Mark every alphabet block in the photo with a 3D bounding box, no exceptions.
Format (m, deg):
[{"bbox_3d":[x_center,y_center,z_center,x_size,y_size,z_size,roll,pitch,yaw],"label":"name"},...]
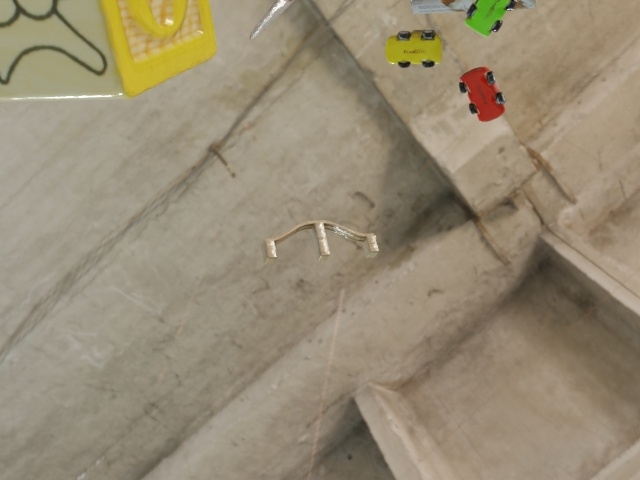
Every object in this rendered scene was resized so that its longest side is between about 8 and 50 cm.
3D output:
[{"bbox_3d":[-0.249,-0.257,0.725,0.197,0.192,0.193,4,-150,21],"label":"alphabet block"}]

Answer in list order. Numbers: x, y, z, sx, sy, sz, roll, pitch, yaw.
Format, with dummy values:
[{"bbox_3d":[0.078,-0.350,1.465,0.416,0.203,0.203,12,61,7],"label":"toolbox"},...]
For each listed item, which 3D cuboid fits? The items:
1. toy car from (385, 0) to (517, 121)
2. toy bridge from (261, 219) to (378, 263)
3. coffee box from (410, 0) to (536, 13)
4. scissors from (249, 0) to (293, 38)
[{"bbox_3d":[0.256,-0.345,1.188,0.225,0.239,0.053,-56,-175,37],"label":"toy car"},{"bbox_3d":[0.000,0.000,1.098,0.026,0.188,0.063,119,-37,-58],"label":"toy bridge"},{"bbox_3d":[0.300,-0.535,1.386,0.247,0.141,0.098,3,-119,17],"label":"coffee box"},{"bbox_3d":[-0.042,-0.440,1.261,0.021,0.109,0.297,-9,-126,42],"label":"scissors"}]
